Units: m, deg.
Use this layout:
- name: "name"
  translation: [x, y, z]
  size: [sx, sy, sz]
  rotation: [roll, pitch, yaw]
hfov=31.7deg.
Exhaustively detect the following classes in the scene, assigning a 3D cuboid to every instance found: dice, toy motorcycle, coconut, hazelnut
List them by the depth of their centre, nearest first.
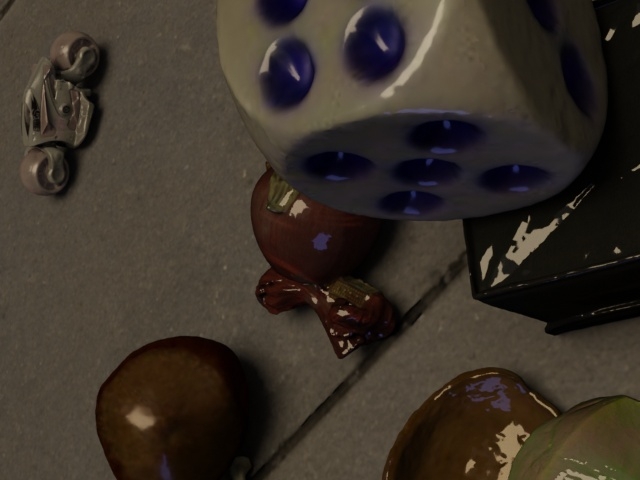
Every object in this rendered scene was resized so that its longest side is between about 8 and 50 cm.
- name: "dice"
  translation: [0.077, -0.168, 0.932]
  size: [0.243, 0.251, 0.259]
  rotation: [-15, 67, 34]
- name: "coconut"
  translation: [0.263, 0.232, 0.932]
  size: [0.204, 0.236, 0.236]
  rotation: [-16, 61, -8]
- name: "hazelnut"
  translation: [-0.184, 0.209, 1.342]
  size: [0.210, 0.186, 0.210]
  rotation: [-15, 66, 37]
- name: "toy motorcycle"
  translation: [-0.401, -0.194, 1.687]
  size: [0.112, 0.112, 0.254]
  rotation: [12, 87, 40]

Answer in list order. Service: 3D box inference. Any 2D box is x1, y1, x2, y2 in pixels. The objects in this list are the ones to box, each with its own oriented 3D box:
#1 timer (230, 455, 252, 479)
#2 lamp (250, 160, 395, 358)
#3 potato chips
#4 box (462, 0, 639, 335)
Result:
- name: "timer"
  translation: [-0.067, 0.359, 1.254]
  size: [0.266, 0.175, 0.175]
  rotation: [33, 99, 56]
- name: "lamp"
  translation: [0.009, -0.007, 1.293]
  size: [0.215, 0.151, 0.223]
  rotation: [28, 139, 46]
- name: "potato chips"
  translation: [0.158, 0.234, 1.123]
  size: [0.195, 0.062, 0.208]
  rotation: [-4, 68, 6]
- name: "box"
  translation: [0.306, -0.079, 1.019]
  size: [0.345, 0.204, 0.251]
  rotation: [-18, 66, 34]
